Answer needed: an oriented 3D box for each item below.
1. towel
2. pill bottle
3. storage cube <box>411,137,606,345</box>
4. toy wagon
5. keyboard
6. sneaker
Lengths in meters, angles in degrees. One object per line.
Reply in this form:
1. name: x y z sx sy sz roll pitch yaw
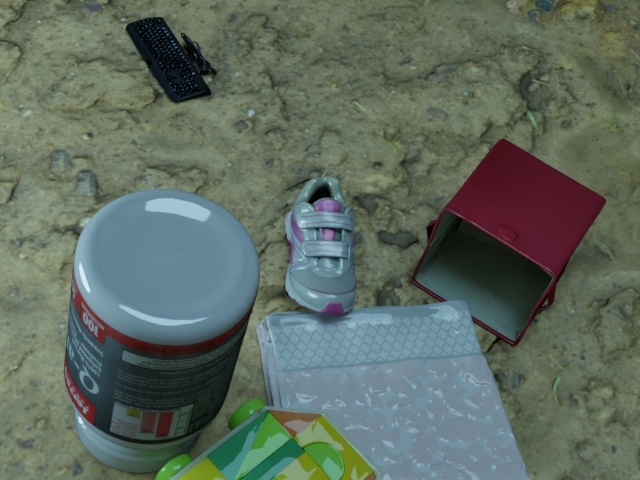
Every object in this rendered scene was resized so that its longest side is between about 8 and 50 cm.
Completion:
1. towel: 0.095 0.225 1.685 0.331 0.053 0.317 -3 53 -16
2. pill bottle: -0.203 0.125 1.483 0.210 0.363 0.210 8 51 -9
3. storage cube: 0.279 -0.001 1.827 0.215 0.184 0.193 33 51 12
4. toy wagon: -0.085 0.357 1.481 0.344 0.068 0.267 -35 66 -24
5. keyboard: -0.243 -0.314 2.037 0.100 0.038 0.192 -19 60 -27
6. sneaker: 0.000 0.000 1.781 0.102 0.111 0.252 1 43 -14
